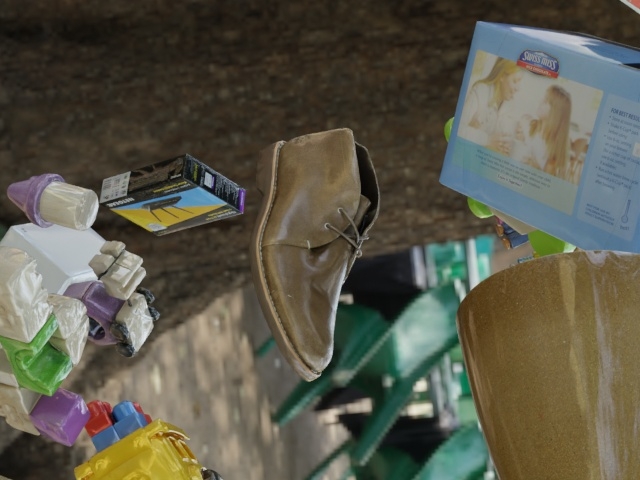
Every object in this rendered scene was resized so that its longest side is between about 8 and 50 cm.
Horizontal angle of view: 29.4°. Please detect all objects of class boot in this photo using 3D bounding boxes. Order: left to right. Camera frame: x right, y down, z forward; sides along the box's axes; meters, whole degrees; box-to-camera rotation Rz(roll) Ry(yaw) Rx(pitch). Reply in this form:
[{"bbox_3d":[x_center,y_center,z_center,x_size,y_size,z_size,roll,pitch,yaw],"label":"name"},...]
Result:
[{"bbox_3d":[0.000,0.000,1.251,0.112,0.115,0.305,51,28,-45],"label":"boot"}]

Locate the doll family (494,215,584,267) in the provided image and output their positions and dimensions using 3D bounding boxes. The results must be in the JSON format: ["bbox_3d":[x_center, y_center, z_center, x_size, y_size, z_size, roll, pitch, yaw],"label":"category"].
[{"bbox_3d":[0.428,-0.009,2.316,0.118,0.163,0.263,130,-60,-89],"label":"doll family"}]

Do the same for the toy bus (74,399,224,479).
[{"bbox_3d":[-0.188,0.273,1.376,0.211,0.149,0.220,57,0,17],"label":"toy bus"}]

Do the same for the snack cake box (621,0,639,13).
[{"bbox_3d":[0.552,-0.447,1.788,0.264,0.152,0.089,-47,-156,36],"label":"snack cake box"}]

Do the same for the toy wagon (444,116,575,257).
[{"bbox_3d":[0.324,-0.111,1.874,0.267,0.068,0.344,-24,-97,57],"label":"toy wagon"}]

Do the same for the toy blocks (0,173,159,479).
[{"bbox_3d":[-0.370,0.075,1.231,0.289,0.260,0.309,82,30,-45],"label":"toy blocks"}]

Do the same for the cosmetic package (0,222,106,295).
[{"bbox_3d":[-0.473,0.090,2.044,0.225,0.138,0.224,-55,171,14],"label":"cosmetic package"}]

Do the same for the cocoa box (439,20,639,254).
[{"bbox_3d":[0.360,-0.125,1.532,0.347,0.228,0.231,30,-65,47],"label":"cocoa box"}]

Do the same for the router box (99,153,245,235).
[{"bbox_3d":[-0.223,-0.066,1.834,0.133,0.179,0.046,31,56,-44],"label":"router box"}]

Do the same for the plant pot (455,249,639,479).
[{"bbox_3d":[0.248,0.179,1.129,0.237,0.237,0.254,73,15,-56],"label":"plant pot"}]
